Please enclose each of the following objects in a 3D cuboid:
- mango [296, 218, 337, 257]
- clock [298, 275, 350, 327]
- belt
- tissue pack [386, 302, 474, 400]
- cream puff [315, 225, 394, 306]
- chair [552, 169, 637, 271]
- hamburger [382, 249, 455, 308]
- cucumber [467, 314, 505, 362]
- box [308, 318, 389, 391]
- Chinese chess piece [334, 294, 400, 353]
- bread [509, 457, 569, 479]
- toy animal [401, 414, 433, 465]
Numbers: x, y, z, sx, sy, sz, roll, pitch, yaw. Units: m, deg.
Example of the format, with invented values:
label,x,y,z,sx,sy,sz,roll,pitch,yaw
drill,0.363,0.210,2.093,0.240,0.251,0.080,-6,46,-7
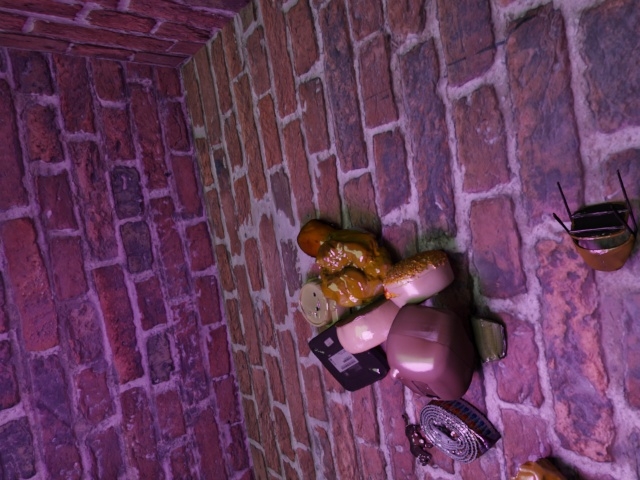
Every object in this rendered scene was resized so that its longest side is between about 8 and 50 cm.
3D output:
label,x,y,z,sx,sy,sz,roll,pitch,yaw
mango,0.000,0.000,2.120,0.287,0.153,0.201,14,118,48
clock,0.002,0.332,2.222,0.348,0.117,0.286,-4,96,49
belt,0.545,0.770,1.688,0.295,0.160,0.207,32,122,40
tissue pack,0.408,0.427,1.528,0.267,0.387,0.277,2,59,34
cream puff,0.125,0.110,1.860,0.378,0.275,0.378,-21,56,34
chair,0.806,-0.049,1.213,0.159,0.172,0.247,-9,135,49
hamburger,0.377,0.145,1.641,0.294,0.276,0.179,-35,84,27
cucumber,0.623,0.357,1.565,0.086,0.115,0.193,-68,-38,-86
box,0.134,0.577,2.073,0.350,0.091,0.359,47,133,1
Chinese chess piece,0.229,0.353,1.806,0.338,0.338,0.140,-33,84,47
bread,0.789,0.894,1.421,0.196,0.238,0.252,-50,48,2
toy animal,0.439,0.913,1.901,0.148,0.084,0.232,-38,74,47
